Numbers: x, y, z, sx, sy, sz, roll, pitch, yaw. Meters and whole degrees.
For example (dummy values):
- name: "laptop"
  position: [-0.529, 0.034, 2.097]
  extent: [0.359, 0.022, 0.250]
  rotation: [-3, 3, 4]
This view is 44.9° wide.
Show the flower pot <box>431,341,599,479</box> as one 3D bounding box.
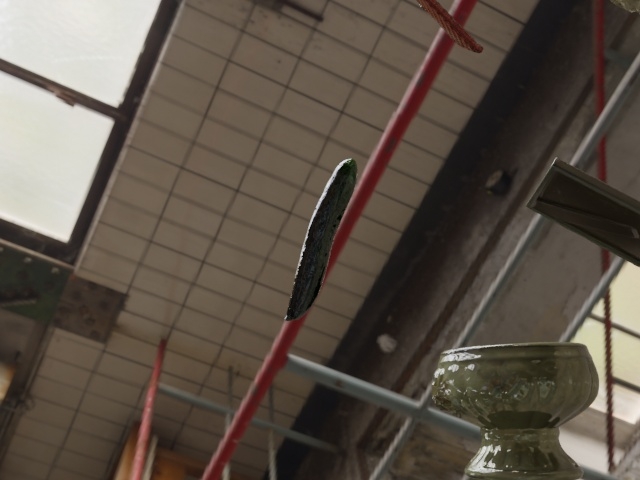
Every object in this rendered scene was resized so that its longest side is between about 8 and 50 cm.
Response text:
- name: "flower pot"
  position: [0.365, 0.320, 1.450]
  extent: [0.307, 0.307, 0.244]
  rotation: [147, 124, -66]

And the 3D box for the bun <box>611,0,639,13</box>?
- name: "bun"
  position: [0.562, -0.441, 1.285]
  extent: [0.193, 0.178, 0.128]
  rotation: [-28, -59, -46]

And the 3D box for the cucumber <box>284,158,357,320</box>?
- name: "cucumber"
  position: [0.000, 0.000, 1.259]
  extent: [0.056, 0.056, 0.284]
  rotation: [-137, 66, -75]

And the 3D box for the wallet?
- name: "wallet"
  position: [0.187, -0.384, 1.279]
  extent: [0.020, 0.196, 0.103]
  rotation: [-47, 29, 10]

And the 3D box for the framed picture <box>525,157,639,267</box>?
- name: "framed picture"
  position: [0.458, -0.025, 1.204]
  extent: [0.018, 0.265, 0.192]
  rotation: [-58, -10, -13]
